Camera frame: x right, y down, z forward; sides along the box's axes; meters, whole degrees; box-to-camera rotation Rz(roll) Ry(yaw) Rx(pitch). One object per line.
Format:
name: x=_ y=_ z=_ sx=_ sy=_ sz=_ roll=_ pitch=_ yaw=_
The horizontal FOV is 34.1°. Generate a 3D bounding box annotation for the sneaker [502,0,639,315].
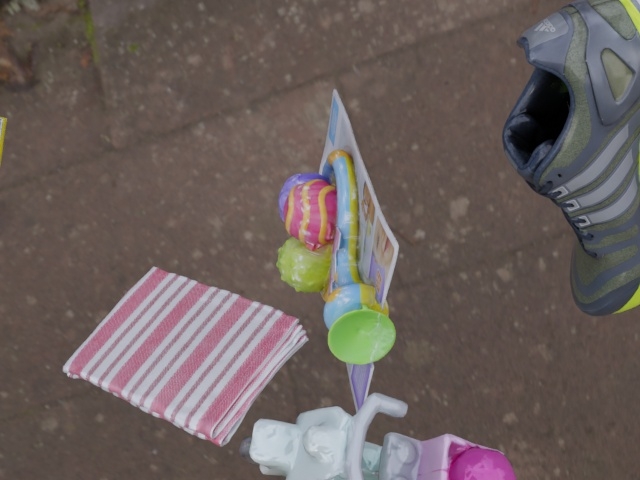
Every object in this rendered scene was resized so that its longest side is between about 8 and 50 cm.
sneaker: x=0.197 y=-0.058 z=0.785 sx=0.121 sy=0.300 sz=0.111 roll=-14 pitch=38 yaw=-6

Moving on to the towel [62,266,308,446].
towel: x=-0.127 y=0.103 z=0.967 sx=0.197 sy=0.029 sz=0.144 roll=17 pitch=51 yaw=31

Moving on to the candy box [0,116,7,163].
candy box: x=-0.453 y=-0.080 z=1.292 sx=0.105 sy=0.027 sz=0.206 roll=15 pitch=52 yaw=-26

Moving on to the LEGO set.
LEGO set: x=-0.003 y=0.173 z=0.249 sx=0.132 sy=0.107 sz=0.287 roll=10 pitch=64 yaw=-18

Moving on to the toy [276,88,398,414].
toy: x=0.000 y=0.000 z=0.736 sx=0.056 sy=0.137 sz=0.237 roll=1 pitch=31 yaw=-14
